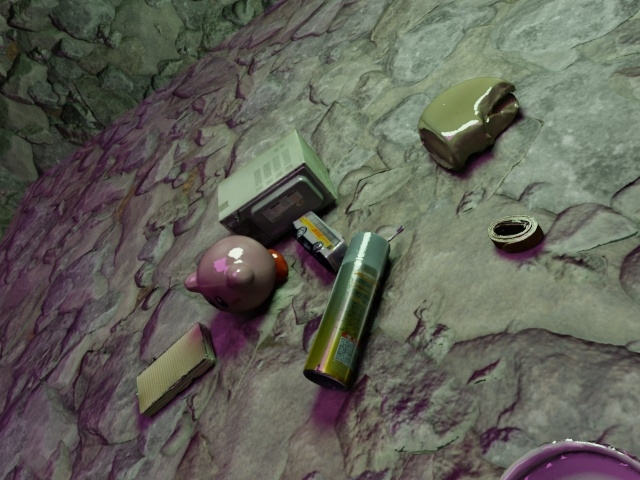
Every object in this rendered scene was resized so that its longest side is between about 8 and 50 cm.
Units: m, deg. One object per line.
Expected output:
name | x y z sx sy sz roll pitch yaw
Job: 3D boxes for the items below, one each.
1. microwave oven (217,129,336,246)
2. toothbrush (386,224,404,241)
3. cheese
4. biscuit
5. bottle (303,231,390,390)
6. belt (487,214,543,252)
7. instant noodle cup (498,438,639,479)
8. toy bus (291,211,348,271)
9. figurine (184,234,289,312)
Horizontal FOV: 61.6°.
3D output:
microwave oven | -0.104 -0.108 1.257 0.241 0.145 0.193 -33 40 14
toothbrush | 0.127 0.004 1.059 0.097 0.008 0.006 -43 24 3
cheese | 0.296 -0.248 1.076 0.203 0.091 0.175 -38 40 8
biscuit | -0.319 0.281 1.173 0.199 0.040 0.121 -40 40 7
bottle | 0.053 0.118 0.959 0.082 0.082 0.285 -4 53 39
belt | 0.318 -0.012 0.881 0.083 0.036 0.059 -4 54 42
instant noodle cup | 0.271 0.295 0.483 0.218 0.207 0.217 -29 41 28
toy bus | 0.000 0.000 1.138 0.072 0.057 0.172 -38 37 -7
figurine | -0.180 0.073 1.139 0.173 0.173 0.173 -24 42 24
